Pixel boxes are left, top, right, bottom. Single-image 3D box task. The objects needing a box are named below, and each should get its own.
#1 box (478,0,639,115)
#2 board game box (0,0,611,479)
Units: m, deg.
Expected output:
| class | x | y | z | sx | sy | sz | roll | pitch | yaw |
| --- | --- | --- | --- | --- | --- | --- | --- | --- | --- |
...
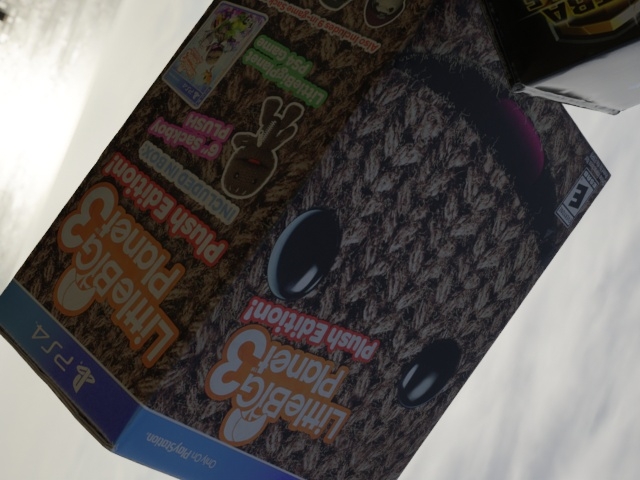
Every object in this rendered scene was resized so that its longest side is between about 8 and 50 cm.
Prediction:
| class | x | y | z | sx | sy | sz | roll | pitch | yaw |
| --- | --- | --- | --- | --- | --- | --- | --- | --- | --- |
| box | 0.180 | -0.110 | 0.378 | 0.220 | 0.051 | 0.175 | -21 | 175 | 25 |
| board game box | 0.000 | 0.000 | 0.643 | 0.141 | 0.232 | 0.291 | 34 | -92 | 41 |
